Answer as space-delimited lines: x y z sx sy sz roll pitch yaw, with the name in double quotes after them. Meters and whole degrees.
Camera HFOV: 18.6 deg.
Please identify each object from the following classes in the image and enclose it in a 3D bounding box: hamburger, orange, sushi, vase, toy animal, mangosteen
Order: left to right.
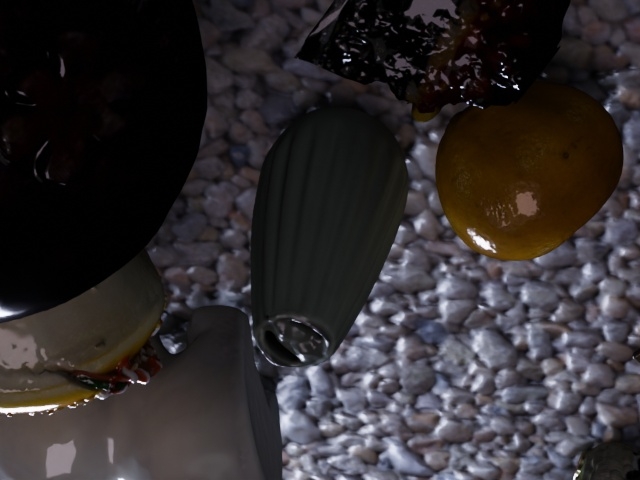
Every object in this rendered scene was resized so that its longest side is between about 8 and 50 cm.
-0.298 -0.124 1.517 0.435 0.382 0.382 12 146 52 "mangosteen"
-0.252 0.058 1.701 0.227 0.295 0.151 -18 116 -8 "hamburger"
-0.220 0.199 1.852 0.368 0.241 0.196 -1 130 14 "toy animal"
0.000 0.000 1.606 0.128 0.248 0.128 7 133 7 "vase"
0.105 -0.170 1.490 0.150 0.153 0.172 39 112 4 "sushi"
0.165 -0.062 1.578 0.136 0.159 0.159 50 128 -1 "orange"
0.287 0.253 1.892 0.098 0.098 0.137 12 151 2 "toy animal"

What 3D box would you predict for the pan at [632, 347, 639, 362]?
0.354 0.031 1.690 0.202 0.048 0.128 -11 128 21 "pan"
